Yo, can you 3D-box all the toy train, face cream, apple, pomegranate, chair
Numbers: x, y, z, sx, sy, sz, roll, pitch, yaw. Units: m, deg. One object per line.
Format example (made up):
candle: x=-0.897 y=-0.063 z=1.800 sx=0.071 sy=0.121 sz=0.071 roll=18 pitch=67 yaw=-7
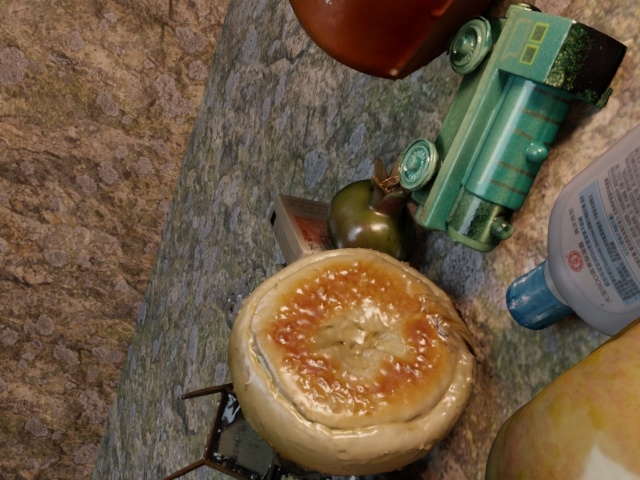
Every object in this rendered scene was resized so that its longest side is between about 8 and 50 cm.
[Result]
toy train: x=0.212 y=-0.132 z=0.808 sx=0.194 sy=0.120 sz=0.298 roll=46 pitch=119 yaw=56
face cream: x=0.270 y=0.003 z=0.585 sx=0.336 sy=0.080 sz=0.162 roll=122 pitch=137 yaw=-61
apple: x=0.245 y=0.171 z=0.436 sx=0.234 sy=0.257 sz=0.256 roll=49 pitch=127 yaw=24
pomegranate: x=0.086 y=-0.037 z=0.985 sx=0.191 sy=0.131 sz=0.152 roll=112 pitch=150 yaw=-43
chair: x=-0.139 y=0.359 z=1.239 sx=0.272 sy=0.167 sz=0.188 roll=8 pitch=-83 yaw=-72

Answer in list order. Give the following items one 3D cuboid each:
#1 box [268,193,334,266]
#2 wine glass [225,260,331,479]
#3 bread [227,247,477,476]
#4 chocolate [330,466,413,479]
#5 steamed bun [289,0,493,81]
box: x=0.000 y=0.000 z=1.146 sx=0.201 sy=0.141 sz=0.058 roll=-114 pitch=40 yaw=-55
wine glass: x=-0.030 y=0.190 z=1.062 sx=0.190 sy=0.191 sz=0.357 roll=-64 pitch=32 yaw=24
bread: x=0.038 y=0.149 z=0.823 sx=0.158 sy=0.306 sz=0.305 roll=103 pitch=163 yaw=-45
chocolate: x=0.088 y=0.325 z=0.831 sx=0.248 sy=0.110 sz=0.110 roll=21 pitch=96 yaw=62
steamed bun: x=0.104 y=-0.375 z=0.869 sx=0.235 sy=0.248 sz=0.379 roll=-51 pitch=-4 yaw=40
